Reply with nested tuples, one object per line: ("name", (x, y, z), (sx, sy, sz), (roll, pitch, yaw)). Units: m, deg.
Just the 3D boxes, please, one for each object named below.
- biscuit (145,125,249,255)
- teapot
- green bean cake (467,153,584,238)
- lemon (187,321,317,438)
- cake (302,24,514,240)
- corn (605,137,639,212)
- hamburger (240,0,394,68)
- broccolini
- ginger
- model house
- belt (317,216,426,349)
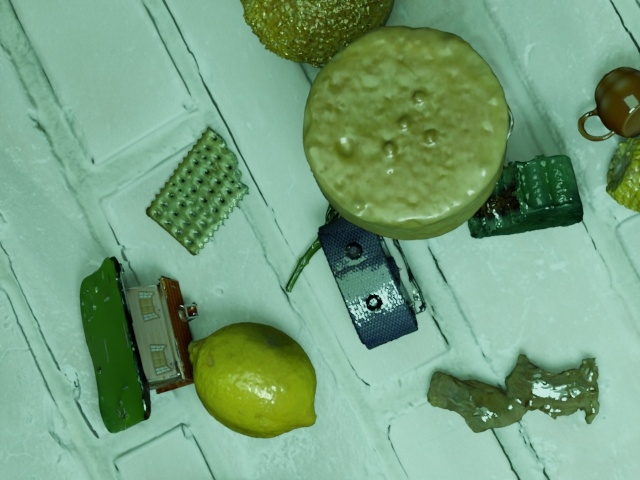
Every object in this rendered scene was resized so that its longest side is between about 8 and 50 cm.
("biscuit", (-0.215, -0.085, 2.021), (0.144, 0.016, 0.203), (42, 100, 12))
("teapot", (0.490, -0.230, 1.804), (0.173, 0.116, 0.116), (-41, 80, 12))
("green bean cake", (0.321, -0.070, 1.789), (0.193, 0.208, 0.107), (-8, 84, 12))
("lemon", (-0.115, 0.239, 1.902), (0.256, 0.188, 0.188), (30, 96, 5))
("cake", (0.140, -0.154, 1.779), (0.332, 0.321, 0.333), (-1, 83, 8))
("corn", (0.641, -0.062, 1.739), (0.387, 0.144, 0.144), (17, 93, 13))
("hamburger", (-0.003, -0.442, 1.889), (0.276, 0.179, 0.294), (26, 95, 12))
("broccolini", (0.001, 0.000, 1.958), (0.044, 0.042, 0.218), (36, 103, 39))
("ginger", (0.316, 0.253, 1.844), (0.290, 0.084, 0.122), (-6, 94, 15))
("model house", (-0.313, 0.183, 1.998), (0.207, 0.154, 0.294), (-34, 67, 55))
("belt", (0.090, 0.059, 1.884), (0.126, 0.139, 0.231), (-24, 82, 7))
